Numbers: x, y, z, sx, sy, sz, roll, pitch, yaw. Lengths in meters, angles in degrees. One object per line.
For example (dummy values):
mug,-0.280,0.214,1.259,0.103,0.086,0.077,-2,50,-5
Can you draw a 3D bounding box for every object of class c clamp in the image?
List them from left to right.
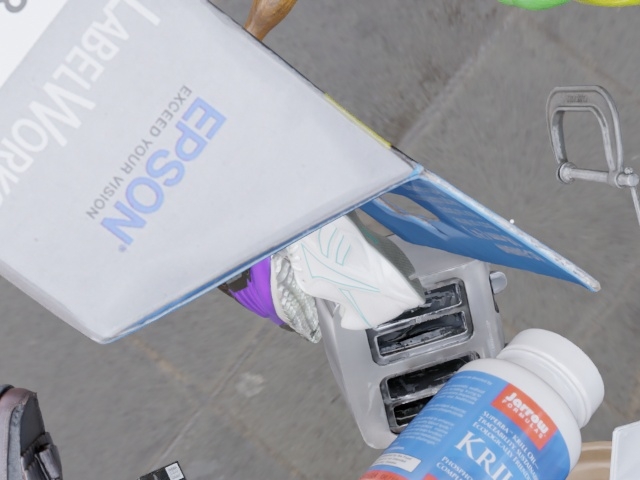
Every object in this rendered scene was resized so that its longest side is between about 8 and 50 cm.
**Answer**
c clamp,0.250,-0.079,1.330,0.022,0.160,0.137,-14,105,-15

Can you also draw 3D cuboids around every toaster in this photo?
toaster,0.080,0.081,1.300,0.185,0.110,0.168,-16,114,-4

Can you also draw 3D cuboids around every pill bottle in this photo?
pill bottle,0.130,0.172,1.139,0.124,0.124,0.221,43,59,5

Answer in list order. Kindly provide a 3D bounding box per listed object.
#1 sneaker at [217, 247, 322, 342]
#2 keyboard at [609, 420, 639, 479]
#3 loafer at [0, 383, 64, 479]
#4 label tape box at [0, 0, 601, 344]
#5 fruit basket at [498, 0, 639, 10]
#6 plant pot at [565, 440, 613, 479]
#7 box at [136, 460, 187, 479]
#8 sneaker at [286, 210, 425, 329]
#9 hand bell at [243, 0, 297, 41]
sneaker,-0.066,0.030,1.567,0.146,0.293,0.102,25,75,14
keyboard,0.347,0.160,1.193,0.256,0.014,0.072,-11,108,-25
loafer,-0.275,0.289,1.421,0.095,0.109,0.303,2,103,13
label tape box,-0.097,-0.050,0.508,0.333,0.240,0.106,37,87,-11
fruit basket,0.290,-0.292,1.126,0.282,0.392,0.392,25,94,0
plant pot,0.265,0.314,1.322,0.237,0.110,0.237,-7,56,10
box,-0.178,0.294,1.608,0.052,0.083,0.062,-20,74,-26
sneaker,0.000,0.000,0.869,0.061,0.054,0.152,-33,115,15
hand bell,-0.079,-0.189,1.433,0.126,0.126,0.242,37,111,6
